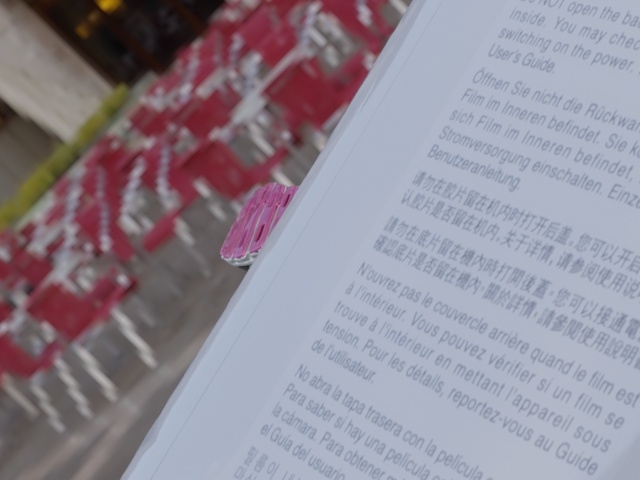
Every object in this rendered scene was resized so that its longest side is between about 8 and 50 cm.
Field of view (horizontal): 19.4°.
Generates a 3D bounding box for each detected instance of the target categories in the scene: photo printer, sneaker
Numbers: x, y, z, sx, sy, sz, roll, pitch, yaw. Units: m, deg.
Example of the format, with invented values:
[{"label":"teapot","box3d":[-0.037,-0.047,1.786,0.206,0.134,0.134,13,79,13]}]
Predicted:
[{"label":"photo printer","box3d":[0.094,0.017,0.508,0.256,0.107,0.307,24,82,53]},{"label":"sneaker","box3d":[0.000,0.000,1.226,0.170,0.075,0.063,-15,46,51]}]
